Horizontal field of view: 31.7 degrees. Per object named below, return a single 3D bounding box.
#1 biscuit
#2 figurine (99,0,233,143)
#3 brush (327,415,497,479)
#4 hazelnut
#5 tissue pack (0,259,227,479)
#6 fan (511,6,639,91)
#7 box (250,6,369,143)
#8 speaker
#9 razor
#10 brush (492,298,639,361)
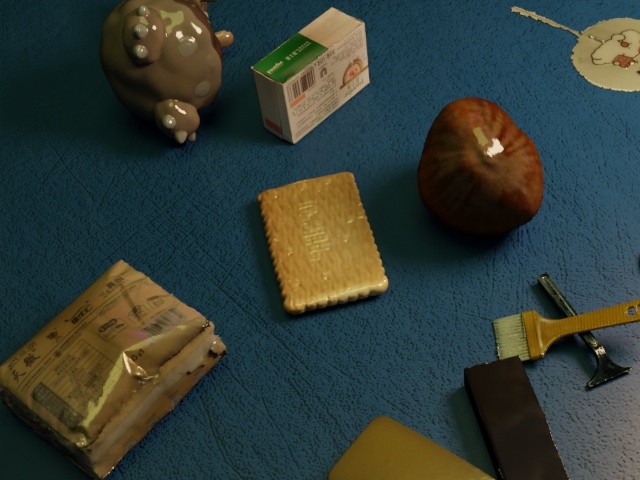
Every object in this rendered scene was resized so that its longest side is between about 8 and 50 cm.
[{"bbox_3d":[0.000,0.001,1.695,0.160,0.030,0.249,-14,49,-4],"label":"biscuit"},{"bbox_3d":[-0.261,-0.345,1.920,0.203,0.248,0.380,-9,36,8],"label":"figurine"},{"bbox_3d":[0.117,0.312,1.392,0.197,0.059,0.123,27,61,29],"label":"brush"},{"bbox_3d":[0.224,-0.102,1.645,0.186,0.210,0.210,-29,37,37],"label":"hazelnut"},{"bbox_3d":[-0.290,0.167,1.535,0.215,0.123,0.257,30,59,31],"label":"tissue pack"},{"bbox_3d":[0.468,-0.350,1.942,0.329,0.009,0.191,32,61,30],"label":"fan"},{"bbox_3d":[-0.012,-0.273,1.864,0.199,0.135,0.081,-39,55,-24],"label":"box"},{"bbox_3d":[0.249,0.252,1.434,0.082,0.044,0.218,-14,49,-3],"label":"speaker"},{"bbox_3d":[0.351,0.113,1.547,0.066,0.033,0.190,-20,49,-9],"label":"razor"},{"bbox_3d":[0.342,0.115,1.524,0.218,0.010,0.082,-15,48,17],"label":"brush"}]
